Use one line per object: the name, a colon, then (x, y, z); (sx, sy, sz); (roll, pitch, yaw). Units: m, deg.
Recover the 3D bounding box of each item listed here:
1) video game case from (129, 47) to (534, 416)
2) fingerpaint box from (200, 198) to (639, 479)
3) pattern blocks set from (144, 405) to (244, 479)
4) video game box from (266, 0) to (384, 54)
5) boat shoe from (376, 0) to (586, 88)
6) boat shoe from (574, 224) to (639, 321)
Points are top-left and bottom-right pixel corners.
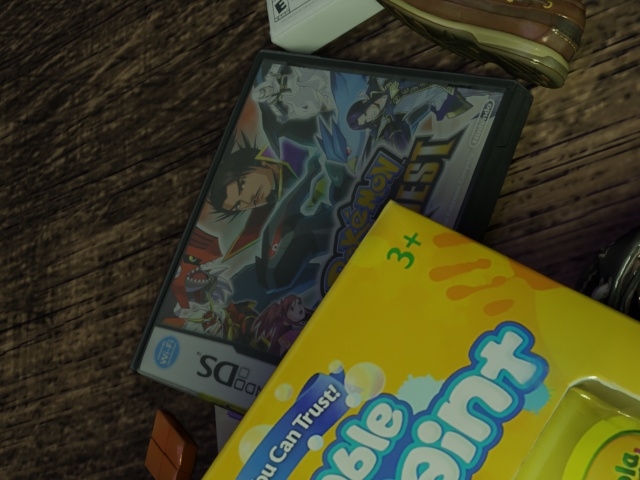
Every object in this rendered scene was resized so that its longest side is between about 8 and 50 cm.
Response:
video game case: (0.000, 0.000, 0.961); (0.248, 0.035, 0.275); (14, 79, 41)
fingerpaint box: (0.076, 0.259, 0.548); (0.371, 0.163, 0.445); (28, 70, 22)
pattern blocks set: (-0.029, 0.119, 0.983); (0.285, 0.026, 0.325); (-40, 52, 25)
video game box: (0.036, -0.270, 1.049); (0.205, 0.048, 0.187); (-26, 60, 33)
boat shoe: (0.110, -0.162, 0.935); (0.178, 0.064, 0.060); (29, 90, 38)
boat shoe: (0.193, 0.028, 0.642); (0.335, 0.095, 0.112); (154, 110, -65)
